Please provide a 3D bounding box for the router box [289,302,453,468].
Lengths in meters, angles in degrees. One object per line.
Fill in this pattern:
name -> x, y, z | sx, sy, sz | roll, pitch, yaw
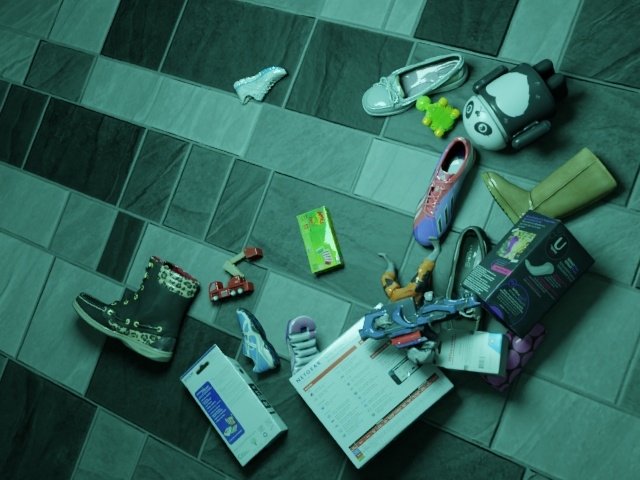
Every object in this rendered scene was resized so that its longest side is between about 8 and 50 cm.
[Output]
router box -> 0.138, 0.390, 1.834 | 0.335, 0.082, 0.301 | -39, 70, -5

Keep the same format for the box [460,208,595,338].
box -> 0.520, 0.081, 1.709 | 0.270, 0.143, 0.165 | -46, 111, 1

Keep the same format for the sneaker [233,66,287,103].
sneaker -> -0.182, -0.489, 2.147 | 0.190, 0.071, 0.083 | -19, 82, 24

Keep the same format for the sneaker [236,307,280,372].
sneaker -> -0.204, 0.297, 2.013 | 0.081, 0.080, 0.211 | -33, 71, 9

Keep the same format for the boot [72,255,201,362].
boot -> -0.575, 0.181, 2.133 | 0.377, 0.138, 0.284 | 27, 92, 18

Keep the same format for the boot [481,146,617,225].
boot -> 0.601, -0.156, 1.801 | 0.269, 0.089, 0.236 | -37, 84, 12

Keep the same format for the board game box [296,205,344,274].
board game box -> 0.000, 0.000, 2.008 | 0.092, 0.043, 0.181 | -20, 76, 15

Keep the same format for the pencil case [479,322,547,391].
pencil case -> 0.495, 0.287, 1.765 | 0.095, 0.098, 0.209 | 37, 94, -19

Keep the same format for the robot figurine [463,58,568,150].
robot figurine -> 0.517, -0.363, 1.811 | 0.278, 0.209, 0.174 | -33, 110, 12

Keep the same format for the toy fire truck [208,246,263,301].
toy fire truck -> -0.264, 0.105, 2.083 | 0.192, 0.047, 0.135 | -17, 76, 17

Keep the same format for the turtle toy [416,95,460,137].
turtle toy -> 0.328, -0.362, 1.928 | 0.130, 0.066, 0.095 | 40, 96, -13

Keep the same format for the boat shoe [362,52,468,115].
boat shoe -> 0.266, -0.456, 1.955 | 0.320, 0.103, 0.118 | -16, 76, 17

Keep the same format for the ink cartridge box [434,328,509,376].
ink cartridge box -> 0.385, 0.287, 1.742 | 0.180, 0.060, 0.104 | 1, 74, 34

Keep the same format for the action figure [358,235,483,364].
action figure -> 0.280, 0.164, 1.766 | 0.341, 0.178, 0.331 | -12, 63, 31

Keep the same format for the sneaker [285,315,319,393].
sneaker -> -0.055, 0.326, 1.957 | 0.095, 0.104, 0.237 | -9, 99, -22

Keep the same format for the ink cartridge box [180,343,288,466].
ink cartridge box -> -0.260, 0.484, 2.013 | 0.165, 0.065, 0.333 | -43, 72, 9

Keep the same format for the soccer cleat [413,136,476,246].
soccer cleat -> 0.334, -0.139, 1.872 | 0.108, 0.116, 0.318 | 25, 90, 21

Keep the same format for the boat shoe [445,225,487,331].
boat shoe -> 0.391, 0.123, 1.820 | 0.112, 0.095, 0.336 | 5, 83, 20
